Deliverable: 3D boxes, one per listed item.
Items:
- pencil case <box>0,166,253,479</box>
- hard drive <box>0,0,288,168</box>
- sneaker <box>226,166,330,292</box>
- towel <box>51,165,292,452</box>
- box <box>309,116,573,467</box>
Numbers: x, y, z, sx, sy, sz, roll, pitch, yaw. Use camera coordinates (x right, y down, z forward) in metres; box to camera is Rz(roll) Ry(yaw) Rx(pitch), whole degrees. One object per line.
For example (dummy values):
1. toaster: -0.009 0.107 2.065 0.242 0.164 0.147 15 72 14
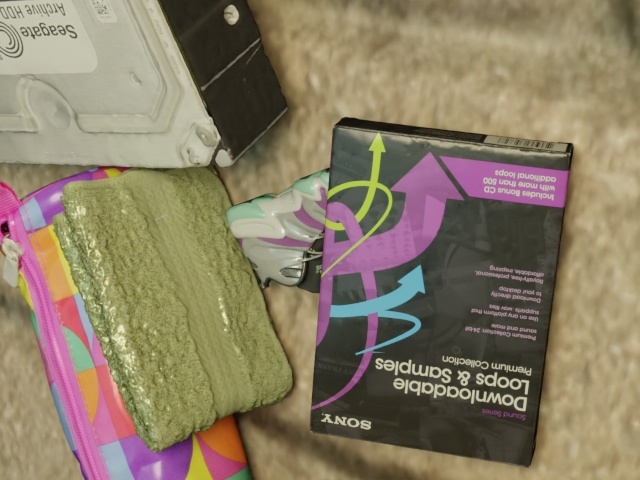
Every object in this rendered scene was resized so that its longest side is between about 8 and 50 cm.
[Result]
1. pencil case: -0.113 0.072 0.778 0.104 0.104 0.236 -22 89 34
2. hard drive: -0.176 -0.190 0.686 0.237 0.064 0.339 5 131 39
3. sneaker: 0.000 0.000 0.730 0.098 0.038 0.069 -20 93 41
4. towel: -0.076 0.030 0.739 0.027 0.110 0.148 -21 88 49
5. box: 0.057 0.026 0.681 0.116 0.029 0.162 7 107 12
